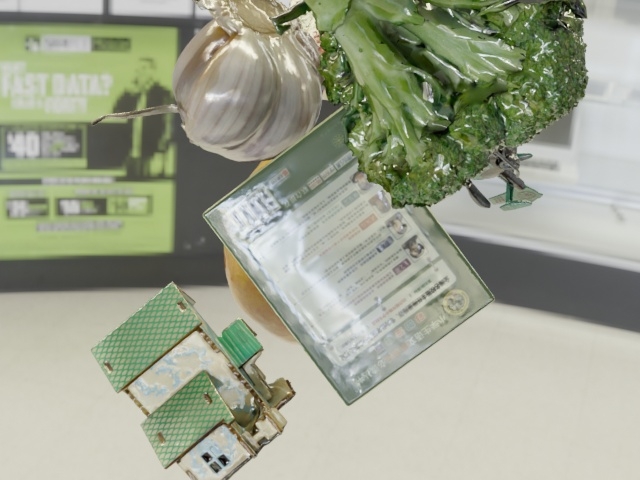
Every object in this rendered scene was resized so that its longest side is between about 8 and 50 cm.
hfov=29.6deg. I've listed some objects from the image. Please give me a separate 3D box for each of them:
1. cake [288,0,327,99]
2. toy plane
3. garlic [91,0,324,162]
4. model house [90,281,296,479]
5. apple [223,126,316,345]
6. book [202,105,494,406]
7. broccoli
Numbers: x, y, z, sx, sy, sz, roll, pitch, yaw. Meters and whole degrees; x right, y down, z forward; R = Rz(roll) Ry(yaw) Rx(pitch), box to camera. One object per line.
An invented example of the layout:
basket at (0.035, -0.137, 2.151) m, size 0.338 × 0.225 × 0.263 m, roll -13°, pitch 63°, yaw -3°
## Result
cake at (-0.021, -0.346, 2.008) m, size 0.086 × 0.221 × 0.116 m, roll -3°, pitch -9°, yaw 16°
toy plane at (0.255, -0.136, 1.922) m, size 0.155 × 0.107 × 0.381 m, roll -9°, pitch -25°, yaw 36°
garlic at (-0.124, -0.193, 1.337) m, size 0.256 × 0.207 × 0.207 m, roll 6°, pitch 23°, yaw 9°
model house at (-0.158, 0.159, 1.484) m, size 0.178 × 0.206 × 0.271 m, roll -41°, pitch 11°, yaw 1°
apple at (0.000, 0.000, 1.746) m, size 0.299 × 0.275 × 0.299 m, roll 44°, pitch 14°, yaw -14°
book at (0.030, 0.017, 1.303) m, size 0.202 × 0.264 × 0.027 m, roll -37°, pitch 4°, yaw 6°
broccoli at (0.093, -0.199, 1.145) m, size 0.283 × 0.304 × 0.321 m, roll 22°, pitch 14°, yaw -42°
